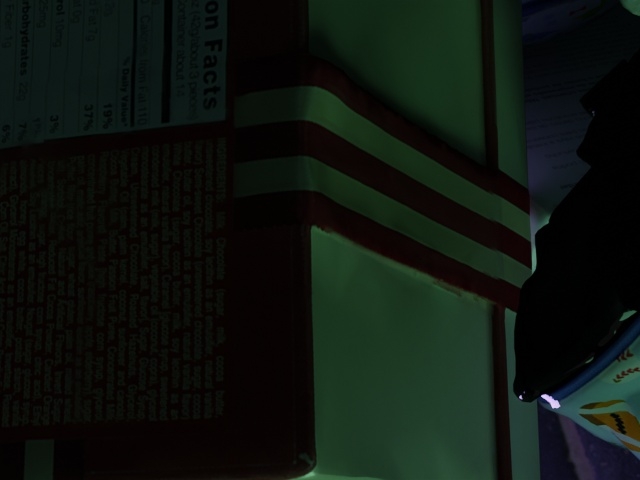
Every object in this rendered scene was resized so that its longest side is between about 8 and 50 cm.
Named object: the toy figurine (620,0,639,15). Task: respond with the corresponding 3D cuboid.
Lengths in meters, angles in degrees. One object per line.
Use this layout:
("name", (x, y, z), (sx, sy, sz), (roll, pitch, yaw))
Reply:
("toy figurine", (0.127, -0.166, 0.400), (0.213, 0.148, 0.209), (-19, 156, -7))

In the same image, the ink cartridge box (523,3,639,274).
("ink cartridge box", (0.189, -0.060, 0.914), (0.324, 0.071, 0.330), (-12, -145, -26))

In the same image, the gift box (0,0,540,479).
("gift box", (-0.066, -0.010, 0.735), (0.276, 0.255, 0.258), (-1, 169, 25))

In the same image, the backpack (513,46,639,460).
("backpack", (0.185, -0.023, 0.585), (0.263, 0.213, 0.276), (-46, 169, -45))

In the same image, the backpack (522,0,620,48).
("backpack", (0.095, -0.136, 0.849), (0.105, 0.084, 0.114), (-17, 169, -19))
